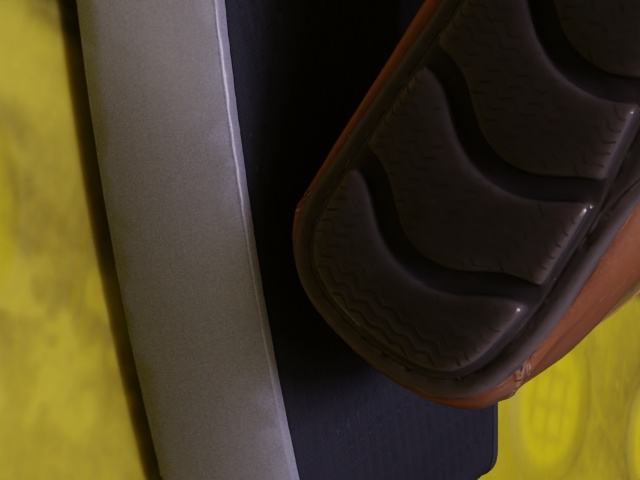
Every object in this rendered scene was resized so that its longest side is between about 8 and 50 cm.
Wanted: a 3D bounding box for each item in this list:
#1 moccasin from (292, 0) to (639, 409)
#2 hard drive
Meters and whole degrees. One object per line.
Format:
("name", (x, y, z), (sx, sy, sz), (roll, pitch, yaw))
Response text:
("moccasin", (0.144, -0.106, 0.532), (0.380, 0.139, 0.147), (-59, 162, 15))
("hard drive", (0.000, 0.000, 0.617), (0.172, 0.054, 0.255), (-28, 114, -50))
